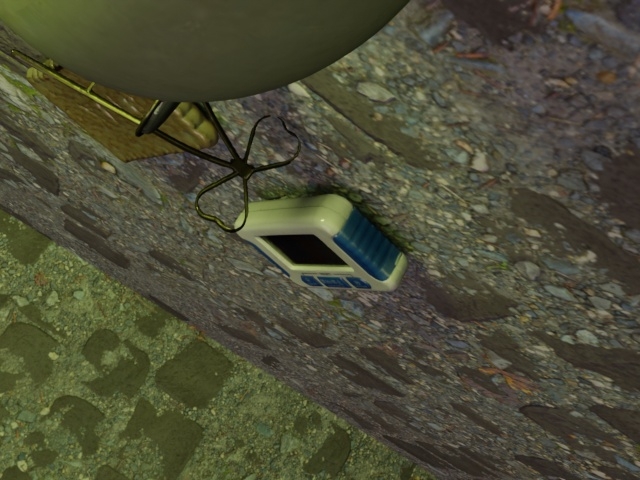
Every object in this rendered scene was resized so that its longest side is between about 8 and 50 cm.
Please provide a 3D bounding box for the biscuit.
[{"bbox_3d":[-0.292,-0.201,1.131,0.217,0.044,0.325,41,158,-28],"label":"biscuit"}]

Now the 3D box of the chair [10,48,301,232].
[{"bbox_3d":[-0.158,-0.170,0.860,0.326,0.159,0.170,39,160,-12],"label":"chair"}]

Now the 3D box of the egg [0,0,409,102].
[{"bbox_3d":[-0.053,-0.216,0.395,0.278,0.278,0.336,39,159,-25],"label":"egg"}]

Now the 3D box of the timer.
[{"bbox_3d":[0.000,0.000,1.168,0.178,0.078,0.253,43,156,-29],"label":"timer"}]
